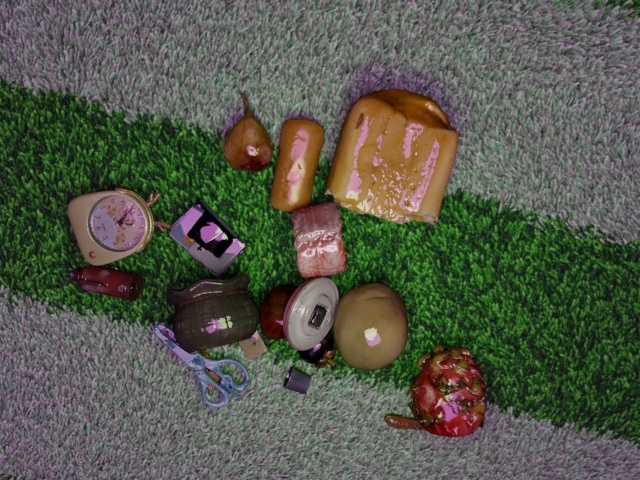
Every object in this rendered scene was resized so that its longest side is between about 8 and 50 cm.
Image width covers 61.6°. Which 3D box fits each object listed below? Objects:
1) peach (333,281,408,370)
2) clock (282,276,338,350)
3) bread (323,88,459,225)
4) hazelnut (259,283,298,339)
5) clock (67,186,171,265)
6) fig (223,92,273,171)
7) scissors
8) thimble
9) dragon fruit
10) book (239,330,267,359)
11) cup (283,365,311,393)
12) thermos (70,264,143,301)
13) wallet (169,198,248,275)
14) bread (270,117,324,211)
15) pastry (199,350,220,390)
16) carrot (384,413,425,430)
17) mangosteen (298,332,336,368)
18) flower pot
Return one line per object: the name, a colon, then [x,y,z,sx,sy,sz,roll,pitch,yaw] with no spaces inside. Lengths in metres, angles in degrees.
peach: [0.166,0.281,1.732,0.247,0.292,0.292,28,101,20]
clock: [-0.024,0.230,1.686,0.056,0.244,0.244,19,103,35]
bread: [0.223,-0.263,1.650,0.361,0.250,0.394,14,97,-5]
hazelnut: [-0.119,0.243,1.771,0.178,0.204,0.178,11,127,16]
clock: [-0.647,-0.060,1.759,0.308,0.096,0.235,-15,98,3]
fig: [-0.233,-0.346,1.697,0.159,0.159,0.257,-8,81,2]
scissors: [-0.410,0.415,1.827,0.180,0.032,0.393,-47,105,-10]
thimble: [0.000,0.000,1.704,0.162,0.239,0.239,-8,101,1]
dragon fruit: [0.421,0.497,1.791,0.269,0.250,0.291,0,86,-7]
book: [-0.244,0.357,1.881,0.077,0.014,0.111,-25,100,4]
cup: [-0.084,0.498,1.884,0.077,0.078,0.100,26,134,-9]
thermos: [-0.723,0.135,1.788,0.232,0.124,0.099,12,98,5]
wallet: [-0.373,-0.004,1.786,0.231,0.069,0.170,44,94,-7]
bread: [-0.077,-0.237,1.731,0.142,0.091,0.305,11,100,3]
pastry: [-0.395,0.454,1.879,0.080,0.056,0.140,-35,97,-5]
carrot: [0.351,0.666,1.929,0.254,0.049,0.049,13,101,-7]
mangosteen: [-0.003,0.369,1.818,0.137,0.137,0.151,-44,75,8]
flower pot: [-0.341,0.234,1.736,0.302,0.302,0.213,-13,84,3]
